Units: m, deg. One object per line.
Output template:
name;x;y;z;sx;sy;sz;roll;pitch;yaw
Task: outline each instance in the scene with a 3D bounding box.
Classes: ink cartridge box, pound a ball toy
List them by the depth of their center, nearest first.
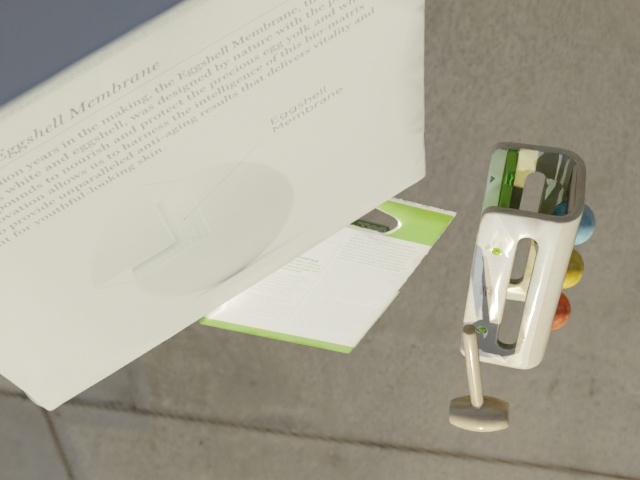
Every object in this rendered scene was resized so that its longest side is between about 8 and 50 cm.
ink cartridge box;0.000;0.000;1.108;0.188;0.097;0.255;13;137;-21
pound a ball toy;0.246;0.071;1.273;0.135;0.208;0.319;9;137;8

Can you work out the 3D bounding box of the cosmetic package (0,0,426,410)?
cosmetic package;-0.083;-0.068;0.434;0.138;0.224;0.225;55;171;20
